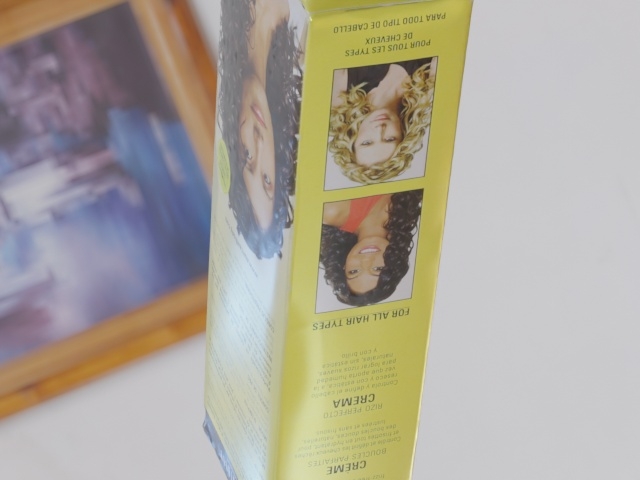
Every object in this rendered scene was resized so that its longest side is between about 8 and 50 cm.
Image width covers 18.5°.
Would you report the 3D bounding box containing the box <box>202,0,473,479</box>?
[{"bbox_3d":[0.000,0.000,0.676,0.087,0.058,0.232,-120,27,-50],"label":"box"}]
